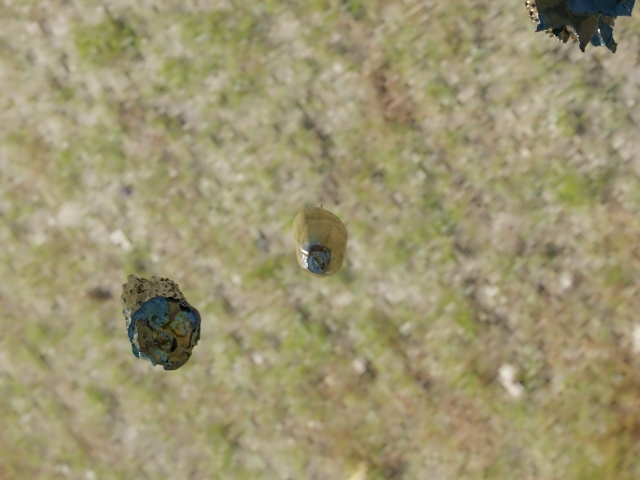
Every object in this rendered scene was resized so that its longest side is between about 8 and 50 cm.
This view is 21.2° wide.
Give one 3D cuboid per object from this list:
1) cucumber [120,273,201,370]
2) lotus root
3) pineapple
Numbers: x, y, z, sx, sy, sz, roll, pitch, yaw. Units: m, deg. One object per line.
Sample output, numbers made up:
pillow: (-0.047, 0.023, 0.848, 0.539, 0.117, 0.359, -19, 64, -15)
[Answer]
cucumber: (-0.115, 0.052, 1.195, 0.053, 0.053, 0.181, 60, 175, -10)
lotus root: (0.000, 0.000, 1.954, 0.152, 0.063, 0.072, -95, -14, -63)
pineapple: (0.267, -0.265, 1.781, 0.119, 0.277, 0.130, 11, 100, 5)
